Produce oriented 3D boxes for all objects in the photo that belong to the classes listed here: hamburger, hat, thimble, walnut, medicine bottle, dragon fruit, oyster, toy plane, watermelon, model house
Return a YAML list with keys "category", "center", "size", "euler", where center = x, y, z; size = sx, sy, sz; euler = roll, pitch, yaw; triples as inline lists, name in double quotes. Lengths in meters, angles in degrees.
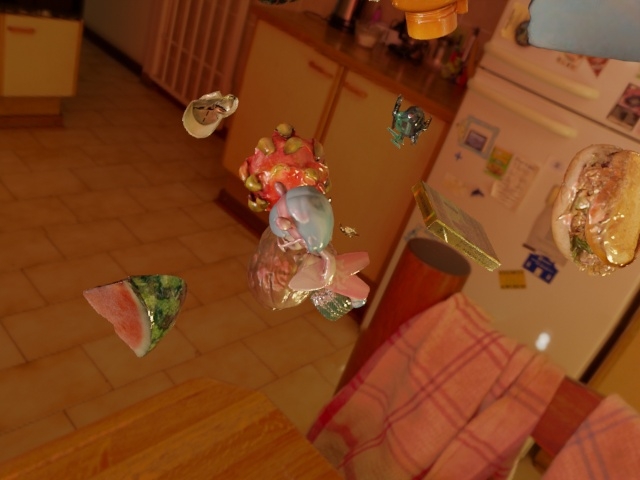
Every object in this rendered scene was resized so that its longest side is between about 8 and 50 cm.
- category: "hamburger"
  center: [0.588, -0.058, 1.179]
  size: [0.243, 0.286, 0.146]
  euler: [-24, 25, -26]
- category: "hat"
  center: [-0.318, -0.356, 1.643]
  size: [0.122, 0.081, 0.166]
  euler: [24, 62, -6]
- category: "thimble"
  center: [0.034, 0.164, 1.666]
  size: [0.135, 0.090, 0.118]
  euler: [45, 18, -39]
- category: "walnut"
  center: [-0.081, 0.050, 1.333]
  size: [0.178, 0.231, 0.178]
  euler: [12, -16, 4]
- category: "medicine bottle"
  center: [0.208, -0.521, 1.122]
  size: [0.149, 0.222, 0.112]
  euler: [-6, 40, 13]
- category: "dragon fruit"
  center: [-0.088, -0.170, 1.508]
  size: [0.227, 0.307, 0.243]
  euler: [-9, 73, 6]
- category: "oyster"
  center: [0.092, -0.036, 2.081]
  size: [0.086, 0.029, 0.132]
  euler: [20, -5, 46]
- category: "toy plane"
  center: [0.206, -0.276, 1.384]
  size: [0.096, 0.060, 0.235]
  euler: [38, -8, 7]
- category: "watermelon"
  center: [-0.370, 0.136, 1.125]
  size: [0.202, 0.207, 0.136]
  euler: [-13, 62, 1]
- category: "model house"
  center: [0.579, -0.504, 0.953]
  size: [0.360, 0.297, 0.339]
  euler: [17, 51, 24]

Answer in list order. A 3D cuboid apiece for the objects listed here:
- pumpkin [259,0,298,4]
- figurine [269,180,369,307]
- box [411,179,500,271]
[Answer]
- category: "pumpkin"
  center: [-0.069, -0.510, 0.984]
  size: [0.201, 0.202, 0.140]
  euler: [5, 28, -26]
- category: "figurine"
  center: [0.011, 0.000, 0.957]
  size: [0.260, 0.102, 0.205]
  euler: [51, 28, -35]
- category: "box"
  center: [0.260, -0.027, 1.097]
  size: [0.193, 0.030, 0.121]
  euler: [29, 32, -30]
